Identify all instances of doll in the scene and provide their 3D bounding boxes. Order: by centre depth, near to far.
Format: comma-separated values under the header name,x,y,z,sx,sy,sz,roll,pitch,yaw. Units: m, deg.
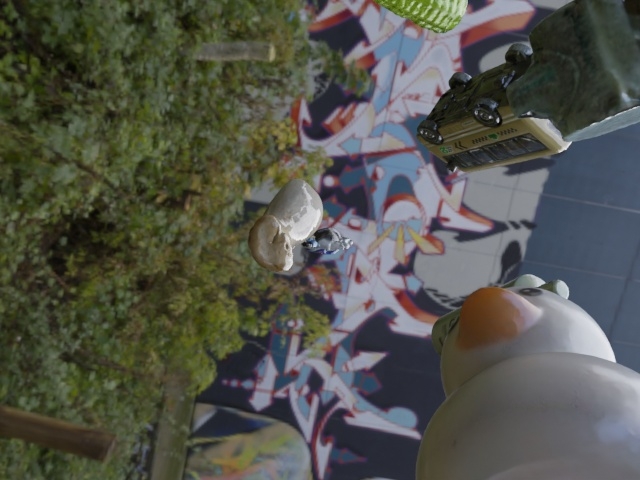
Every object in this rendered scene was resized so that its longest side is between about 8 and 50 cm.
name,x,y,z,sx,sy,sz,roll,pitch,yaw
doll,0.169,0.147,0.502,0.251,0.221,0.221,58,8,-15
doll,0.000,0.000,1.642,0.096,0.195,0.070,39,-60,50

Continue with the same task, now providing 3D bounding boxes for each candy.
name,x,y,z,sx,sy,sz,roll,pitch,yaw
candy,0.157,-0.428,1.169,0.097,0.210,0.096,-21,-115,56

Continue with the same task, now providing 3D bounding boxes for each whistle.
name,x,y,z,sx,sy,sz,roll,pitch,yaw
whistle,0.455,-0.269,0.896,0.405,0.188,0.168,-23,-98,45

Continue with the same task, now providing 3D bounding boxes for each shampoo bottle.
name,x,y,z,sx,sy,sz,roll,pitch,yaw
shampoo bottle,0.273,0.116,1.020,0.262,0.085,0.085,136,-34,-55

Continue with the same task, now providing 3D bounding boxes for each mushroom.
name,x,y,z,sx,sy,sz,roll,pitch,yaw
mushroom,-0.053,-0.031,1.107,0.212,0.088,0.097,-51,161,-57

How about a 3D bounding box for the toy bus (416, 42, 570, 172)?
name,x,y,z,sx,sy,sz,roll,pitch,yaw
toy bus,0.369,-0.257,1.416,0.176,0.202,0.365,-56,-163,-14
